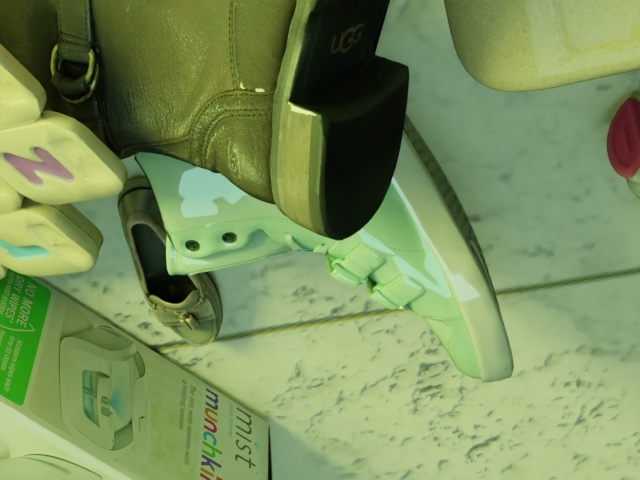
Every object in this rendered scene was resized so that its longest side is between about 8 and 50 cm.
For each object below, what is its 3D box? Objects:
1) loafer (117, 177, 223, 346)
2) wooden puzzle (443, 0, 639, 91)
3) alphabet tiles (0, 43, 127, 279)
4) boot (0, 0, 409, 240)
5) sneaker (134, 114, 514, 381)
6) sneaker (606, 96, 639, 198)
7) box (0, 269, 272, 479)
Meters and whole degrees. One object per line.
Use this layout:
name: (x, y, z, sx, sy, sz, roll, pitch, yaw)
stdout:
loafer: (-0.092, 0.022, 0.710, 0.045, 0.039, 0.125, -14, 126, 7)
wooden puzzle: (0.192, -0.234, 0.434, 0.348, 0.080, 0.322, -10, 109, 13)
alphabet tiles: (-0.239, -0.065, 0.575, 0.278, 0.021, 0.284, -6, 143, 35)
boot: (-0.069, -0.131, 0.521, 0.229, 0.091, 0.263, 21, 116, 28)
sneaker: (0.000, -0.001, 0.662, 0.151, 0.094, 0.256, -29, 113, 11)
sneaker: (0.291, -0.054, 0.640, 0.252, 0.103, 0.111, -16, 128, 19)
box: (-0.201, 0.175, 0.770, 0.231, 0.127, 0.262, 37, 116, -24)
